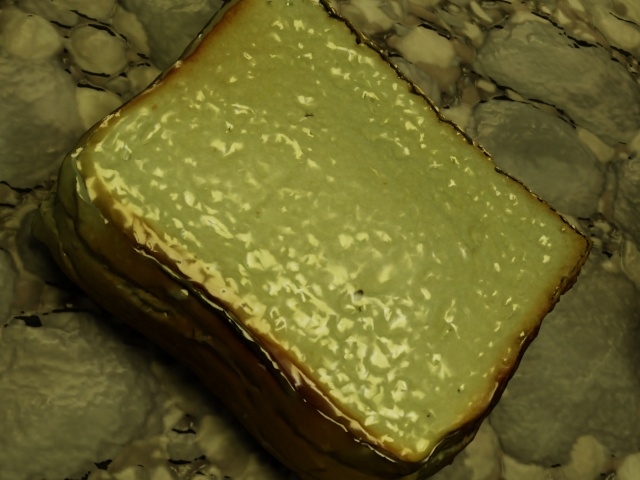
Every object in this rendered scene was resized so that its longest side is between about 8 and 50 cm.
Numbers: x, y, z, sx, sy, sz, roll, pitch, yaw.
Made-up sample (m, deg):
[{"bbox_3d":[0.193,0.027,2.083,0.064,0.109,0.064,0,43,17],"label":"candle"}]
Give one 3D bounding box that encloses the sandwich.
[{"bbox_3d":[0.000,0.000,1.092,0.301,0.099,0.271,42,53,0],"label":"sandwich"}]
